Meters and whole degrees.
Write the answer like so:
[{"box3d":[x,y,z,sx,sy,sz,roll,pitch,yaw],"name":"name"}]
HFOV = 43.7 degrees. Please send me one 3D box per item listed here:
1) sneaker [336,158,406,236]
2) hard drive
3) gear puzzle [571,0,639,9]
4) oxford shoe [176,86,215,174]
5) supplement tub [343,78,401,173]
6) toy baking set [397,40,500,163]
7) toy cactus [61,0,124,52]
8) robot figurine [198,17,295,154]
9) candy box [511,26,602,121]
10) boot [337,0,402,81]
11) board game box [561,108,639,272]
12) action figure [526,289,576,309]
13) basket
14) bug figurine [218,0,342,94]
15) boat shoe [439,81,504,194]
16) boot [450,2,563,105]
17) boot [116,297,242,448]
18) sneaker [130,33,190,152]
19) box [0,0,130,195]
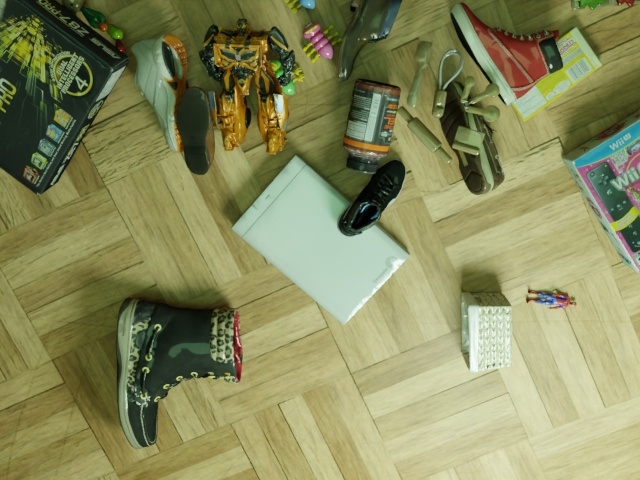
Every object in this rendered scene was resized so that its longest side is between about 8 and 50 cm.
[{"box3d":[0.130,-0.092,1.766,0.079,0.121,0.217,40,83,-8],"name":"sneaker"},{"box3d":[0.000,0.000,1.860,0.353,0.047,0.233,41,102,-7],"name":"hard drive"},{"box3d":[0.606,-0.581,1.689,0.339,0.044,0.175,-4,103,4],"name":"gear puzzle"},{"box3d":[-0.270,-0.254,1.770,0.076,0.076,0.212,13,130,10],"name":"oxford shoe"},{"box3d":[0.109,-0.251,1.764,0.106,0.106,0.198,11,105,0],"name":"supplement tub"},{"box3d":[0.269,-0.297,1.713,0.256,0.030,0.197,44,100,8],"name":"toy baking set"},{"box3d":[-0.538,-0.484,1.756,0.219,0.112,0.180,0,85,5],"name":"toy cactus"},{"box3d":[-0.155,-0.330,1.717,0.211,0.085,0.291,4,128,12],"name":"robot figurine"},{"box3d":[0.503,-0.365,1.756,0.206,0.027,0.105,-36,96,10],"name":"candy box"},{"box3d":[0.103,-0.443,1.730,0.106,0.082,0.219,15,102,2],"name":"boot"},{"box3d":[0.716,-0.115,1.772,0.224,0.097,0.303,-33,99,10],"name":"board game box"},{"box3d":[0.546,0.142,1.878,0.115,0.030,0.038,8,99,-1],"name":"action figure"},{"box3d":[0.387,0.209,1.858,0.103,0.113,0.167,-4,104,2],"name":"basket"},{"box3d":[-0.084,-0.444,1.743,0.279,0.072,0.216,-40,99,11],"name":"bug figurine"},{"box3d":[0.341,-0.233,1.778,0.095,0.095,0.257,-20,95,-29],"name":"boat shoe"},{"box3d":[0.404,-0.438,1.708,0.176,0.088,0.244,-35,94,10],"name":"boot"},{"box3d":[-0.334,0.322,1.914,0.284,0.138,0.377,0,98,3],"name":"boot"},{"box3d":[-0.353,-0.328,1.787,0.121,0.099,0.262,6,114,28],"name":"sneaker"},{"box3d":[-0.640,-0.336,1.728,0.318,0.097,0.395,39,122,-6],"name":"box"}]
